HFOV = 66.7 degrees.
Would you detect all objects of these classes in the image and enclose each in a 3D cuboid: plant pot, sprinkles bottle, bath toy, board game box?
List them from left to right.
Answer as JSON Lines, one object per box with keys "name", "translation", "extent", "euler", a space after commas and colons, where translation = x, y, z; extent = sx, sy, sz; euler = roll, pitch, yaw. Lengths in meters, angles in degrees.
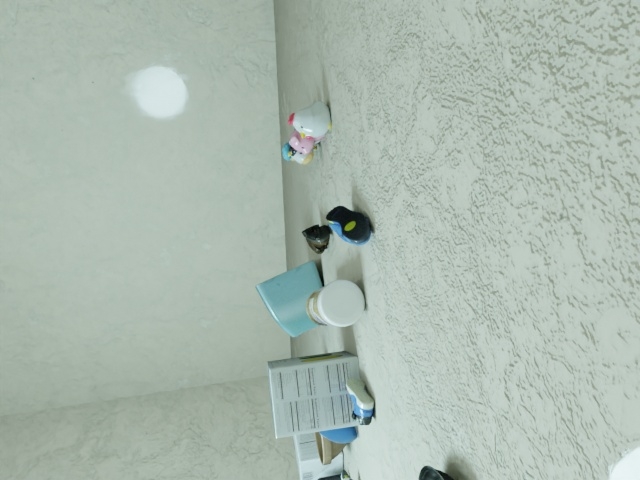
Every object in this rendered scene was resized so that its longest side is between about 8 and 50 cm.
{"name": "plant pot", "translation": [-0.101, 0.247, 1.979], "extent": [0.253, 0.246, 0.248], "euler": [65, 170, 2]}
{"name": "bath toy", "translation": [-0.053, -0.340, 1.582], "extent": [0.348, 0.128, 0.152], "euler": [153, 111, -80]}
{"name": "plant pot", "translation": [0.039, 0.667, 1.742], "extent": [0.237, 0.109, 0.238], "euler": [173, 90, -81]}
{"name": "sprinkles bottle", "translation": [0.034, 0.188, 1.414], "extent": [0.355, 0.121, 0.122], "euler": [128, 135, -78]}
{"name": "board game box", "translation": [0.043, 0.601, 1.586], "extent": [0.169, 0.133, 0.033], "euler": [-113, 38, -60]}

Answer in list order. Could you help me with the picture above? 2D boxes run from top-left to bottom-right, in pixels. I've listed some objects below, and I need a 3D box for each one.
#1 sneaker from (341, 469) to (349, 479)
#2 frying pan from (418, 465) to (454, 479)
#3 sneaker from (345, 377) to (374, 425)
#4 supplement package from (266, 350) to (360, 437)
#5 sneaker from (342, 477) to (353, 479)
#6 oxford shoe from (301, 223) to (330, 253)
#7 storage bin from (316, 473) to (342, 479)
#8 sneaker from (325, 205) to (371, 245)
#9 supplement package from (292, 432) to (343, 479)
{"name": "sneaker", "translation": [0.100, 0.877, 1.775], "extent": [0.083, 0.031, 0.035], "euler": [-112, 31, -47]}
{"name": "frying pan", "translation": [0.211, 0.444, 0.693], "extent": [0.326, 0.053, 0.198], "euler": [137, 126, -76]}
{"name": "sneaker", "translation": [0.104, 0.448, 1.341], "extent": [0.152, 0.058, 0.085], "euler": [-142, 55, -69]}
{"name": "supplement package", "translation": [-0.022, 0.459, 1.486], "extent": [0.199, 0.262, 0.198], "euler": [138, 126, -79]}
{"name": "sneaker", "translation": [0.082, 0.881, 1.658], "extent": [0.153, 0.093, 0.235], "euler": [-148, 42, -68]}
{"name": "oxford shoe", "translation": [0.000, 0.000, 1.694], "extent": [0.096, 0.082, 0.227], "euler": [65, 174, -8]}
{"name": "storage bin", "translation": [0.054, 0.990, 1.826], "extent": [0.084, 0.121, 0.180], "euler": [139, 124, -79]}
{"name": "sneaker", "translation": [0.083, -0.023, 1.192], "extent": [0.082, 0.069, 0.209], "euler": [52, 175, -25]}
{"name": "supplement package", "translation": [-0.021, 0.838, 2.022], "extent": [0.293, 0.175, 0.178], "euler": [-111, 17, -60]}
